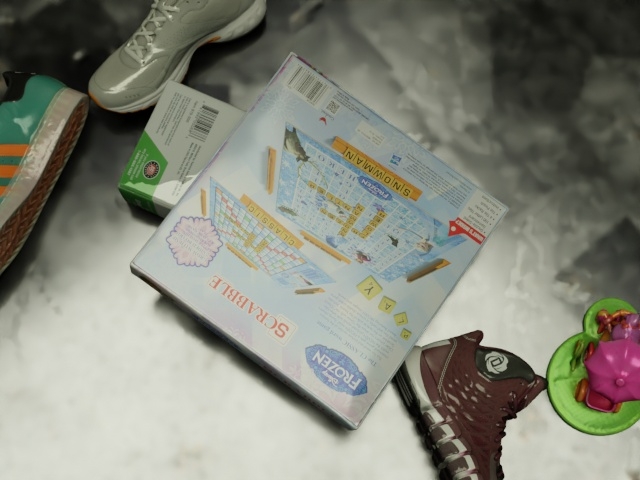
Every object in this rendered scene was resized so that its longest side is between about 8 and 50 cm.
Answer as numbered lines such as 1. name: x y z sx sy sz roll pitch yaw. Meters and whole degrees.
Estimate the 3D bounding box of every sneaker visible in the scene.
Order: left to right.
1. sneaker: -0.401 -0.072 1.548 0.121 0.108 0.302 24 69 5
2. sneaker: -0.191 -0.271 1.578 0.262 0.121 0.099 -41 61 -12
3. sneaker: 0.211 0.230 1.489 0.162 0.106 0.281 -22 77 -9

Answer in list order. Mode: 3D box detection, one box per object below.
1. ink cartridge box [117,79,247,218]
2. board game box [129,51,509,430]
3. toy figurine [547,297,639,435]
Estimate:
1. ink cartridge box: -0.120 -0.082 1.561 0.208 0.087 0.153 24 77 4
2. board game box: 0.000 0.000 1.472 0.319 0.066 0.318 37 77 1
3. toy figurine: 0.350 0.135 1.485 0.130 0.159 0.173 17 76 3
